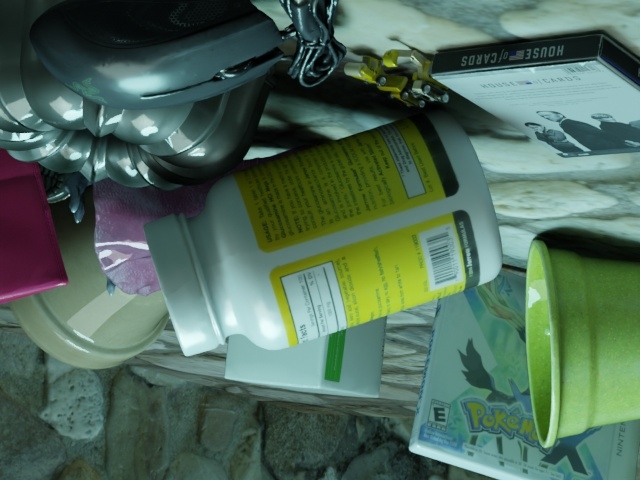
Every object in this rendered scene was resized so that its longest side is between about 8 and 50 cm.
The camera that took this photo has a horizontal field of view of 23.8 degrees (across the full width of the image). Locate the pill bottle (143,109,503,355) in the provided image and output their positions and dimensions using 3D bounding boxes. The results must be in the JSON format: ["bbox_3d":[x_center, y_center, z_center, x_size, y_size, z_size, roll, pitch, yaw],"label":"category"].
[{"bbox_3d":[0.000,0.000,1.541,0.334,0.188,0.188,-17,168,-4],"label":"pill bottle"}]

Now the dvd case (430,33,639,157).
[{"bbox_3d":[0.243,-0.130,1.420,0.179,0.029,0.239,-1,163,40],"label":"dvd case"}]

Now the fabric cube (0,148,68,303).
[{"bbox_3d":[-0.467,-0.030,1.677,0.258,0.259,0.254,-14,180,-32],"label":"fabric cube"}]

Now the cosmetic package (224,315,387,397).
[{"bbox_3d":[-0.013,0.134,2.311,0.155,0.197,0.365,4,174,17],"label":"cosmetic package"}]

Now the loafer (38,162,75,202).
[{"bbox_3d":[-0.392,-0.088,1.998,0.220,0.080,0.078,6,178,38],"label":"loafer"}]

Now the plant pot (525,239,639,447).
[{"bbox_3d":[0.412,0.129,1.997,0.254,0.276,0.276,-3,167,1],"label":"plant pot"}]

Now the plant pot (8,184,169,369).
[{"bbox_3d":[-0.261,0.014,2.029,0.263,0.263,0.229,20,145,-39],"label":"plant pot"}]

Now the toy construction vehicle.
[{"bbox_3d":[0.079,-0.156,1.435,0.098,0.035,0.086,22,173,-35],"label":"toy construction vehicle"}]

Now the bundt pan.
[{"bbox_3d":[-0.213,-0.139,1.513,0.331,0.124,0.331,9,166,2],"label":"bundt pan"}]

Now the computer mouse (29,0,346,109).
[{"bbox_3d":[-0.113,-0.160,1.296,0.272,0.072,0.188,-4,159,1],"label":"computer mouse"}]

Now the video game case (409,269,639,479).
[{"bbox_3d":[0.306,0.203,2.147,0.329,0.300,0.036,18,154,-10],"label":"video game case"}]

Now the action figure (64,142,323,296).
[{"bbox_3d":[-0.090,-0.050,1.769,0.370,0.275,0.248,-12,169,5],"label":"action figure"}]
